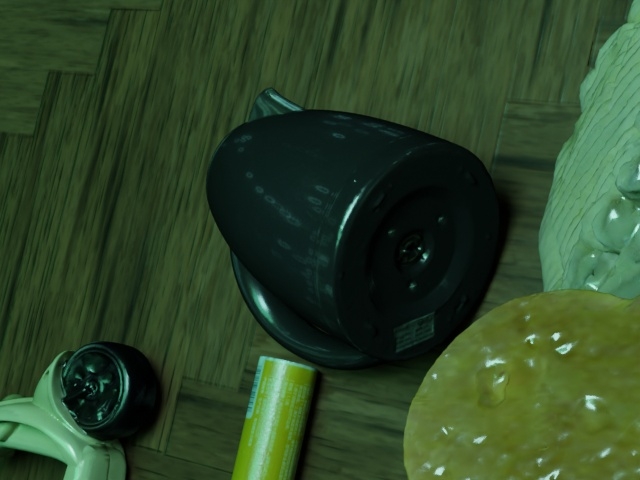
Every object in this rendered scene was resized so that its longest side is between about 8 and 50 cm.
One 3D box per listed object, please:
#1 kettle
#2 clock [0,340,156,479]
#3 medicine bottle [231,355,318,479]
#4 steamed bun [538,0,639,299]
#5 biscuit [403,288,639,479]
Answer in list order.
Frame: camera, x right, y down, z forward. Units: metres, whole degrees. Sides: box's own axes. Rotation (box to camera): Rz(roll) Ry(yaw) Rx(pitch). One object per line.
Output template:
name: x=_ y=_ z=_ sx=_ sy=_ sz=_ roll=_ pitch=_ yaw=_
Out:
kettle: x=0.000 y=0.000 z=1.547 sx=0.290 sy=0.207 sz=0.268 roll=24 pitch=120 yaw=45
clock: x=-0.314 y=0.297 z=1.743 sx=0.276 sy=0.120 sz=0.379 roll=-1 pitch=78 yaw=32
medicine bottle: x=-0.055 y=0.227 z=1.589 sx=0.074 sy=0.074 sz=0.218 roll=7 pitch=81 yaw=39
steamed bun: x=0.334 y=-0.063 z=1.252 sx=0.352 sy=0.247 sz=0.339 roll=-73 pitch=7 yaw=-52
biscuit: x=0.226 y=0.120 z=1.041 sx=0.354 sy=0.052 sz=0.275 roll=-14 pitch=50 yaw=20
